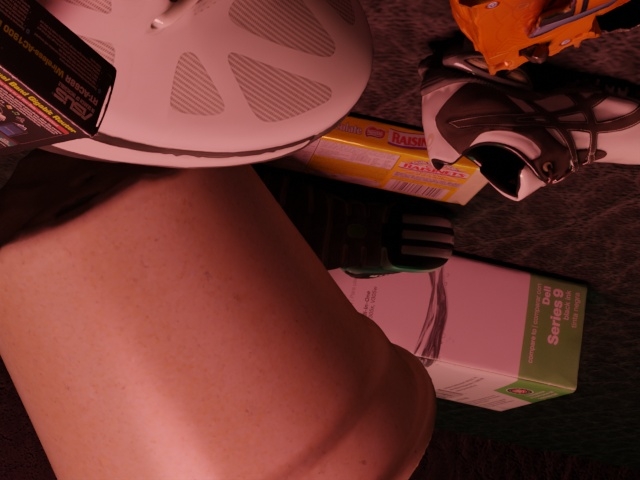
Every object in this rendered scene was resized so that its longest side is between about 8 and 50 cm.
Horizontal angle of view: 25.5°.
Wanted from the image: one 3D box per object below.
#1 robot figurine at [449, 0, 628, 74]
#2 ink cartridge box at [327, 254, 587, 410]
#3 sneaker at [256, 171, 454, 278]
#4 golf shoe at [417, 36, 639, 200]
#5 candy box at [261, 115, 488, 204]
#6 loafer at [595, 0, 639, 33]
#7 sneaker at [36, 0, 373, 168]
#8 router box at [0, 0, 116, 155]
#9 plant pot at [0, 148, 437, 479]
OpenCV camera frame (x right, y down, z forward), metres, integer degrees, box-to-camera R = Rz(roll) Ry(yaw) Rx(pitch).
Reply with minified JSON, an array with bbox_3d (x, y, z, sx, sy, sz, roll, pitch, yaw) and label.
[{"bbox_3d":[0.050,-0.171,0.433,0.085,0.211,0.291,-20,165,1],"label":"robot figurine"},{"bbox_3d":[0.106,0.088,1.506,0.289,0.122,0.211,13,165,-13],"label":"ink cartridge box"},{"bbox_3d":[0.000,0.000,1.317,0.228,0.086,0.132,11,168,-9],"label":"sneaker"},{"bbox_3d":[0.151,-0.064,0.943,0.198,0.094,0.077,13,164,-18],"label":"golf shoe"},{"bbox_3d":[0.032,-0.070,1.131,0.205,0.027,0.105,11,163,-7],"label":"candy box"},{"bbox_3d":[0.206,-0.136,0.648,0.080,0.078,0.220,20,163,-36],"label":"loafer"},{"bbox_3d":[-0.100,-0.155,0.599,0.447,0.169,0.257,23,163,-35],"label":"sneaker"},{"bbox_3d":[-0.160,-0.083,0.592,0.092,0.038,0.122,-6,148,37],"label":"router box"},{"bbox_3d":[-0.121,0.068,1.115,0.333,0.334,0.305,-4,123,43],"label":"plant pot"}]
